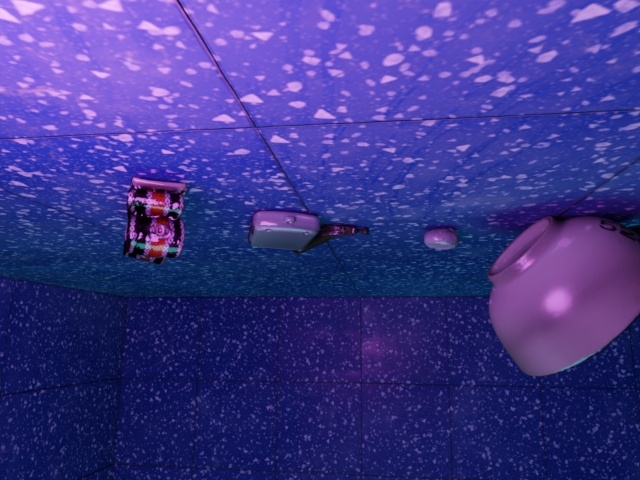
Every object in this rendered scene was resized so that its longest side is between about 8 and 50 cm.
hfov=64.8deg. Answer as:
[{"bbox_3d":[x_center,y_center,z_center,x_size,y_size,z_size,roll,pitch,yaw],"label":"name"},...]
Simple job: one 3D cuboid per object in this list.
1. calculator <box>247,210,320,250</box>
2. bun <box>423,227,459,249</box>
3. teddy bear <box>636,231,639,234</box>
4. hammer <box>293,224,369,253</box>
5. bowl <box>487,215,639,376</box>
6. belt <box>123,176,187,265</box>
[{"bbox_3d":[-0.082,-0.018,1.081,0.141,0.045,0.246,4,168,-10],"label":"calculator"},{"bbox_3d":[0.274,-0.005,1.137,0.083,0.045,0.083,3,167,1],"label":"bun"},{"bbox_3d":[0.863,0.096,1.074,0.367,0.225,0.357,15,163,-21],"label":"teddy bear"},{"bbox_3d":[0.000,0.001,1.235,0.125,0.027,0.297,5,169,-23],"label":"hammer"},{"bbox_3d":[0.464,0.076,1.006,0.185,0.354,0.354,44,169,4],"label":"bowl"},{"bbox_3d":[-0.304,-0.017,0.905,0.094,0.126,0.359,6,169,-20],"label":"belt"}]
